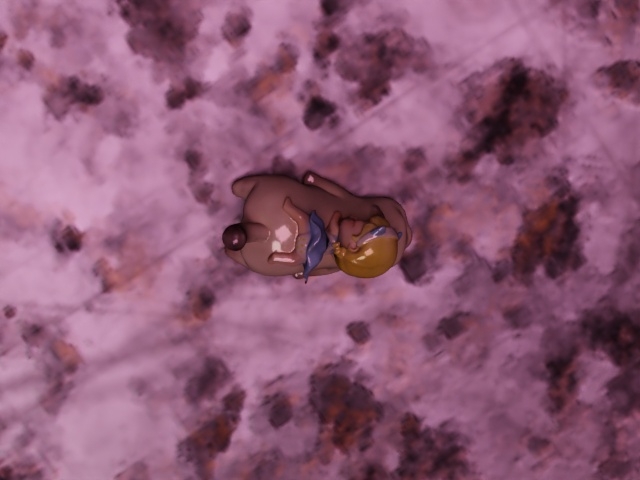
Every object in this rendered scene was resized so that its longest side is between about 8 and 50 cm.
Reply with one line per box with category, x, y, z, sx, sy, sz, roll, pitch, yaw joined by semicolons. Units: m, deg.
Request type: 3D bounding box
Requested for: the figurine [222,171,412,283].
figurine;0.000;0.000;0.626;0.083;0.050;0.047;2;107;-6
